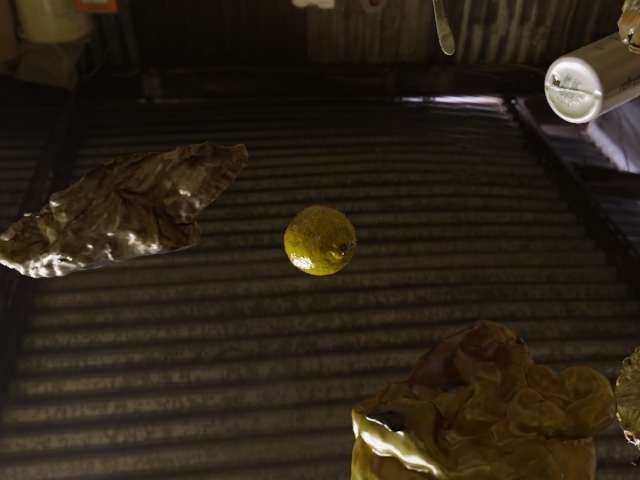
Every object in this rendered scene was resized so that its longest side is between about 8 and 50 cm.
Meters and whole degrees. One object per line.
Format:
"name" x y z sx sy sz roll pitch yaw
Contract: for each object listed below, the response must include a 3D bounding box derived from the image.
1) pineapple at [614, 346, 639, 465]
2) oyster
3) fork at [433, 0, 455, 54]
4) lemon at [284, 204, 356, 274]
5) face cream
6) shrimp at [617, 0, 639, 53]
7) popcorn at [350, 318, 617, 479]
"pineapple" 0.485 0.209 0.868 0.047 0.221 0.221 34 -138 -6
"oyster" -0.243 -0.024 0.732 0.341 0.110 0.166 -15 179 -7
"fork" 0.167 -0.372 0.903 0.034 0.028 0.219 -14 -98 14
"lemon" 0.000 0.000 0.960 0.109 0.109 0.133 -23 -153 -25
"face cream" 0.440 -0.250 0.840 0.311 0.092 0.092 -26 -134 -24
"shrimp" 0.292 -0.181 0.414 0.062 0.154 0.294 39 -162 -10
"popcorn" 0.152 0.239 0.700 0.297 0.281 0.315 8 -112 49
